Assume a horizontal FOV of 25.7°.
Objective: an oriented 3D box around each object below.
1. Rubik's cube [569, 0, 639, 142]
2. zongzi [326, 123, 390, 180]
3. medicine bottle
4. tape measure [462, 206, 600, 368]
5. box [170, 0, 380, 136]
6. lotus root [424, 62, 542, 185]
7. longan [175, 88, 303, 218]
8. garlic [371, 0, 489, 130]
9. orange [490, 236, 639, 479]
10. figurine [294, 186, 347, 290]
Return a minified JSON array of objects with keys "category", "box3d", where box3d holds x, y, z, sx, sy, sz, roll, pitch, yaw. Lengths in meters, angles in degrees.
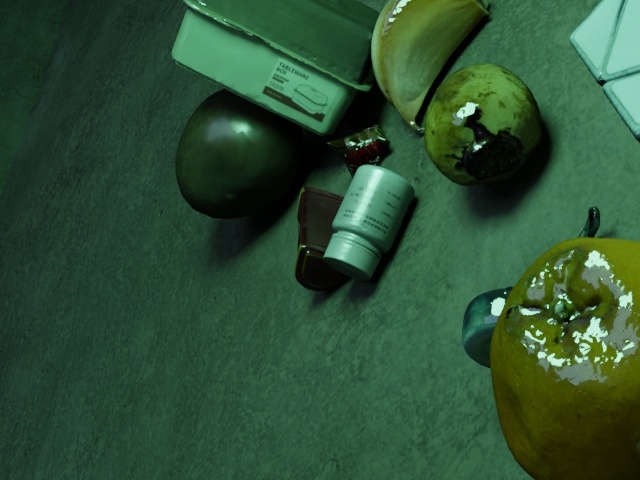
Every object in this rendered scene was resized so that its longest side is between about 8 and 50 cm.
[{"category":"Rubik's cube","box3d":[0.372,-0.155,1.200,0.207,0.205,0.205,-48,27,22]},{"category":"zongzi","box3d":[0.054,-0.113,1.900,0.083,0.073,0.067,-16,30,-5]},{"category":"medicine bottle","box3d":[0.059,-0.021,1.748,0.080,0.080,0.130,1,64,60]},{"category":"tape measure","box3d":[0.206,0.040,1.393,0.104,0.107,0.180,-19,49,58]},{"category":"box","box3d":[-0.055,-0.285,1.966,0.166,0.290,0.220,-63,2,20]},{"category":"lotus root","box3d":[0.183,-0.140,1.619,0.138,0.138,0.214,-49,16,18]},{"category":"longan","box3d":[-0.117,-0.129,2.058,0.212,0.198,0.198,-58,24,25]},{"category":"garlic","box3d":[0.128,-0.257,1.867,0.115,0.128,0.206,-127,62,-86]},{"category":"orange","box3d":[0.240,0.106,1.176,0.249,0.183,0.249,-41,29,30]},{"category":"figurine","box3d":[-0.001,-0.001,1.854,0.154,0.082,0.098,-90,20,-47]}]
